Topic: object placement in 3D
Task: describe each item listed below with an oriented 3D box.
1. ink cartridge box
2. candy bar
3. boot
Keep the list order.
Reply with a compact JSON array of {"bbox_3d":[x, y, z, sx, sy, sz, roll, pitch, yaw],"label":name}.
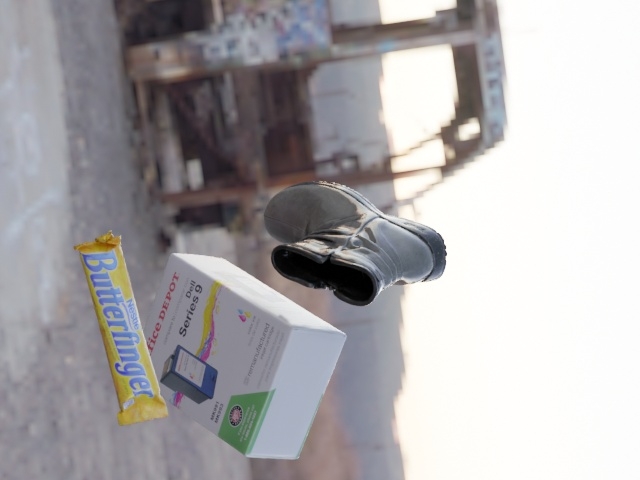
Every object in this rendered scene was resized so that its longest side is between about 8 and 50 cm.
[{"bbox_3d":[-0.095,0.125,1.961,0.212,0.093,0.154,31,-76,41],"label":"ink cartridge box"},{"bbox_3d":[-0.157,0.069,1.399,0.018,0.040,0.161,-113,-170,-71],"label":"candy bar"},{"bbox_3d":[0.000,0.000,1.904,0.161,0.246,0.083,-14,115,-49],"label":"boot"}]
